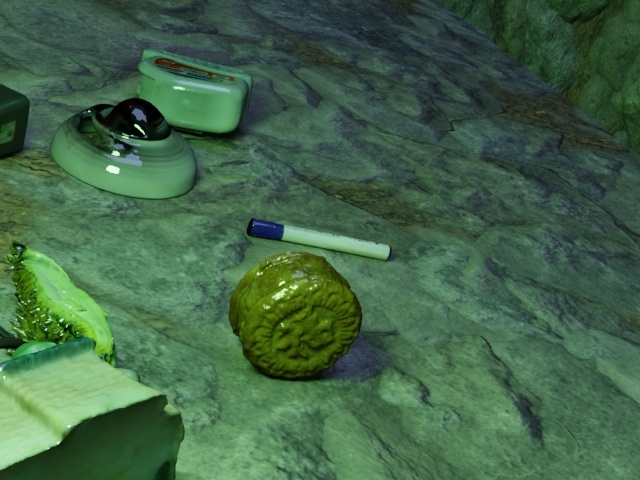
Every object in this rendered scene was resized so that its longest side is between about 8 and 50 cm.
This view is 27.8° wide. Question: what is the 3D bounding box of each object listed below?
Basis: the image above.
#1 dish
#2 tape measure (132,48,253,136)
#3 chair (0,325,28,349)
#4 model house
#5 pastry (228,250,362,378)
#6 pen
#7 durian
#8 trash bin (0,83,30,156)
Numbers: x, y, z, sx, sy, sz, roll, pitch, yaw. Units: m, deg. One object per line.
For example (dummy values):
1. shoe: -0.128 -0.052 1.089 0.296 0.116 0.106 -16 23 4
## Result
1. dish: -0.348 -0.197 2.368 0.273 0.134 0.273 14 24 -6
2. tape measure: -0.270 -0.297 2.645 0.243 0.125 0.246 12 22 1
3. chair: -0.503 0.126 1.567 0.260 0.141 0.154 29 27 26
4. model house: -0.342 0.222 1.355 0.284 0.243 0.298 34 32 33
5. pastry: -0.038 0.111 1.876 0.188 0.189 0.103 7 32 -24
6. pen: 0.000 -0.001 2.318 0.269 0.033 0.033 11 25 -17
7. durian: -0.348 0.123 1.720 0.132 0.107 0.375 3 27 -35
8. trash bin: -0.636 -0.201 2.198 0.165 0.115 0.225 26 27 18
